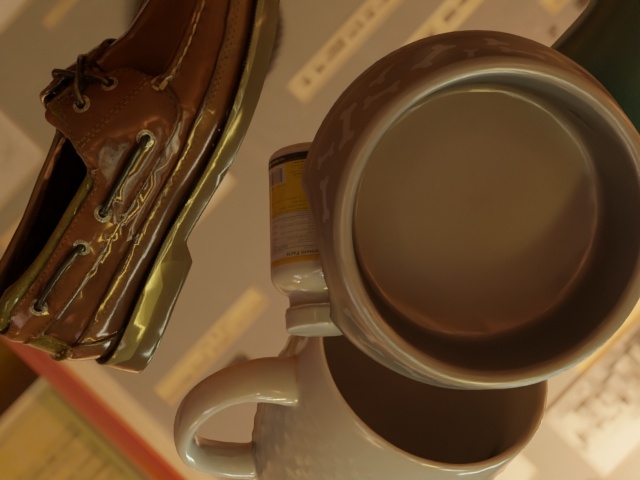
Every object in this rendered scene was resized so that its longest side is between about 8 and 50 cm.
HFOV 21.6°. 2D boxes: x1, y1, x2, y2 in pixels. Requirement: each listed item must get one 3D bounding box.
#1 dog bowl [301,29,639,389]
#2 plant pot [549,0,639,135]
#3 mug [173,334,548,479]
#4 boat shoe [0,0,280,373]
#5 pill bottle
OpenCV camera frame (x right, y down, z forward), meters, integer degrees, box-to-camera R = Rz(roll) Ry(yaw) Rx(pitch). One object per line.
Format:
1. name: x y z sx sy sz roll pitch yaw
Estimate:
1. dog bowl: 0.156 -0.020 1.564 0.349 0.349 0.102 -46 -169 1
2. plant pot: 0.364 -0.155 1.986 0.255 0.271 0.271 -65 -175 -14
3. mug: 0.018 0.204 1.894 0.328 0.374 0.276 125 -38 -50
4. boat shoe: -0.112 -0.067 0.992 0.111 0.104 0.307 41 -65 65
5. pill bottle: 0.000 0.000 1.684 0.103 0.103 0.184 134 -45 -72
